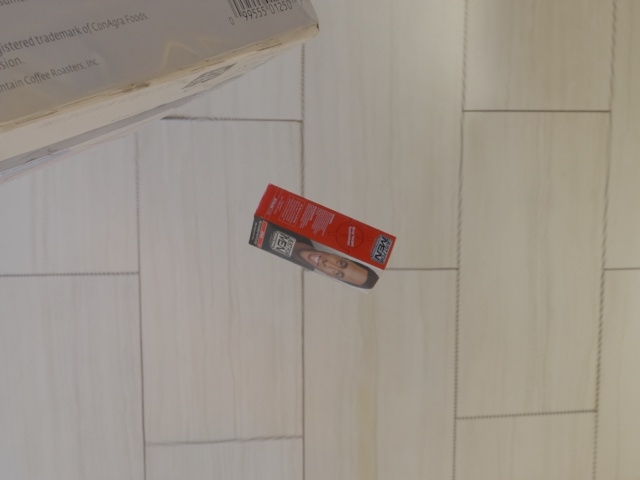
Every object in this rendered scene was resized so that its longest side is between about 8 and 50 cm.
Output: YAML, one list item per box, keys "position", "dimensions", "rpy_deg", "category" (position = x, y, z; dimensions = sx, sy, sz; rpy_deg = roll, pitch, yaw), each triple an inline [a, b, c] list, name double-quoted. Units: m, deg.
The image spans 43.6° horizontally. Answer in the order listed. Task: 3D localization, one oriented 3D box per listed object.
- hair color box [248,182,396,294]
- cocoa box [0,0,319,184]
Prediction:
- position: [0.000, 0.000, 0.823]
  dimensions: [0.141, 0.072, 0.043]
  rpy_deg: [22, 63, 1]
  category: "hair color box"
- position: [-0.212, -0.157, 0.483]
  dimensions: [0.228, 0.347, 0.231]
  rpy_deg: [-20, 100, 36]
  category: "cocoa box"
